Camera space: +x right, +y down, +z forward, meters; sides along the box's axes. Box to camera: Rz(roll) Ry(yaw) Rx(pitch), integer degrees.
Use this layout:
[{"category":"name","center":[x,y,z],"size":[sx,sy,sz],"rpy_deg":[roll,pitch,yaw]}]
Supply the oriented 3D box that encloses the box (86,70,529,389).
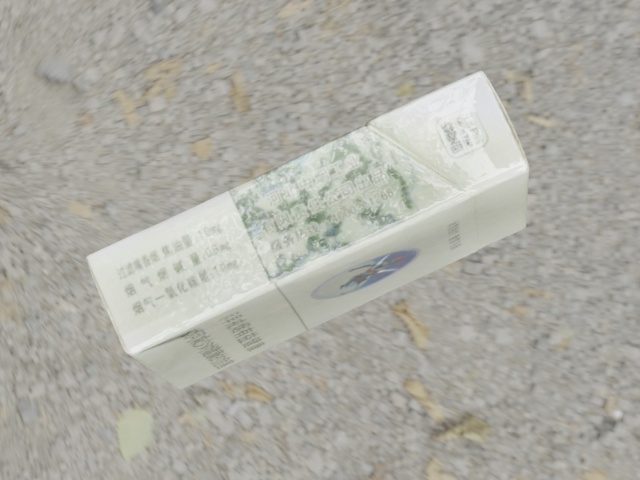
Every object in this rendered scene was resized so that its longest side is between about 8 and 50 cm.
[{"category":"box","center":[0.000,0.000,1.027],"size":[0.256,0.164,0.069],"rpy_deg":[-25,77,0]}]
